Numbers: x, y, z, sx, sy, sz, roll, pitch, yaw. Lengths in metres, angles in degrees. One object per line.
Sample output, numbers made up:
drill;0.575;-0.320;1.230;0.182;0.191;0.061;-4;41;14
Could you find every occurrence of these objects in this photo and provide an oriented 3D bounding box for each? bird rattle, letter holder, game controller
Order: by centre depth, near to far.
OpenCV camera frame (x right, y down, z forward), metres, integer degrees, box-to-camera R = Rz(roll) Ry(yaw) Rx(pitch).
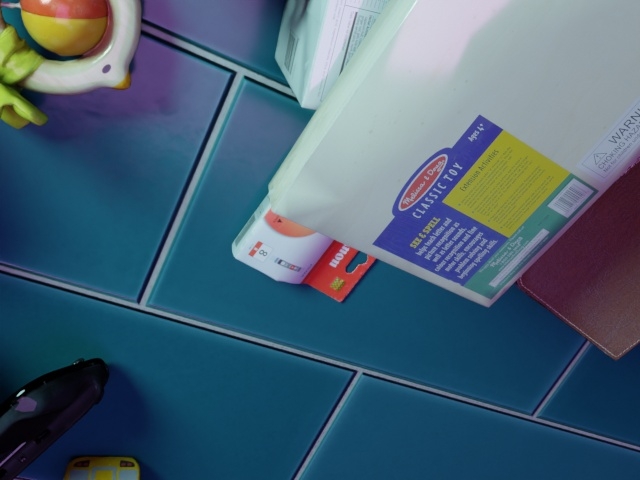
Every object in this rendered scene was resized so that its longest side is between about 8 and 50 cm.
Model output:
bird rattle;-0.281;-0.232;0.617;0.207;0.143;0.253;-3;105;-24
letter holder;0.391;-0.037;0.796;0.214;0.152;0.302;34;116;-19
game controller;-0.407;0.261;0.801;0.319;0.067;0.166;-42;162;10

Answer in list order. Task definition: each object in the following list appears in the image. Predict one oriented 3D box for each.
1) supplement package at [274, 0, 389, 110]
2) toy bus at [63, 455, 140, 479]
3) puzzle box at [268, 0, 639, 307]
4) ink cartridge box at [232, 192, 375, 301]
supplement package;0.112;-0.227;0.632;0.263;0.199;0.198;7;117;-16
toy bus;-0.334;0.488;0.942;0.108;0.130;0.332;5;115;-16
puzzle box;0.171;-0.134;0.543;0.272;0.052;0.409;24;119;-27
ink cartridge box;0.000;0.000;0.815;0.179;0.045;0.145;31;107;-22
